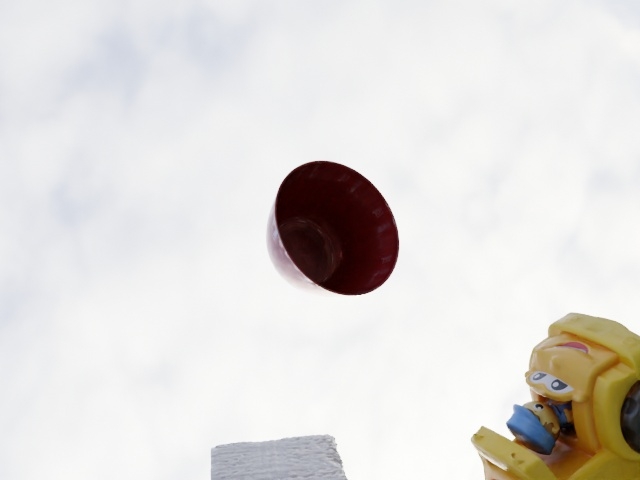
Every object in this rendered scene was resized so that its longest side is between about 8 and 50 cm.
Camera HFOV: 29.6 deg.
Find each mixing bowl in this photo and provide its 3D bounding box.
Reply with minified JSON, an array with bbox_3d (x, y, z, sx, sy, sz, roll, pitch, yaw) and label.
[{"bbox_3d":[0.000,0.000,1.536,0.181,0.098,0.181,13,-118,-26],"label":"mixing bowl"}]

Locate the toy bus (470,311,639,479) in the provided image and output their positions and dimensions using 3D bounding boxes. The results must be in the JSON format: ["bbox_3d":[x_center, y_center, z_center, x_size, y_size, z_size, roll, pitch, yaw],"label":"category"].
[{"bbox_3d":[0.199,0.199,1.036,0.211,0.149,0.220,-20,-71,-20],"label":"toy bus"}]

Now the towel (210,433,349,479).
[{"bbox_3d":[-0.056,0.325,1.631,0.187,0.282,0.049,-4,-82,-4],"label":"towel"}]
